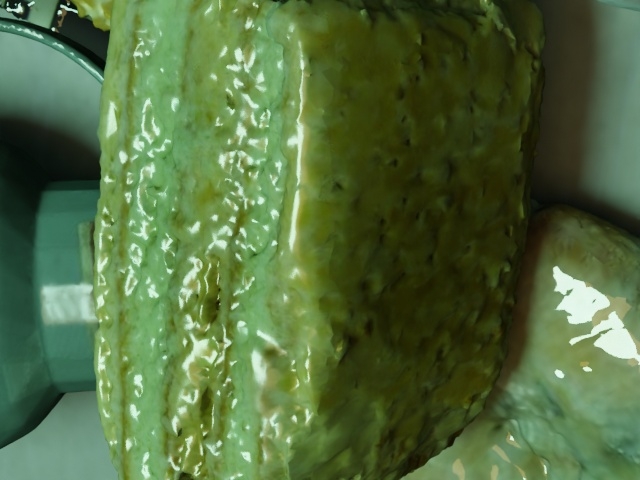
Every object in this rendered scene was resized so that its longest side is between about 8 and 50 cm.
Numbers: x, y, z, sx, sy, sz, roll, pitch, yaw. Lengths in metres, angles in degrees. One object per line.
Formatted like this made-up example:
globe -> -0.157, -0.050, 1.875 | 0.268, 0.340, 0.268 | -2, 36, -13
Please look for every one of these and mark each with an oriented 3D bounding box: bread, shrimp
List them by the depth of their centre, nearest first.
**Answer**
bread -> 0.000, 0.000, 0.613 | 0.102, 0.138, 0.196 | 15, 103, 43
shrimp -> 0.127, 0.124, 0.690 | 0.168, 0.077, 0.317 | -33, 92, 30

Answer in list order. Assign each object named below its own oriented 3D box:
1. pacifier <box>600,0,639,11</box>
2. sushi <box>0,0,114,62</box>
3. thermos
pacifier -> 0.053, -0.178, 0.531 | 0.233, 0.299, 0.244 | -7, 72, 56
sushi -> -0.063, -0.142, 0.660 | 0.210, 0.040, 0.192 | 34, 113, 1
thermos -> -0.181, 0.006, 0.689 | 0.287, 0.145, 0.182 | -5, 97, 3
